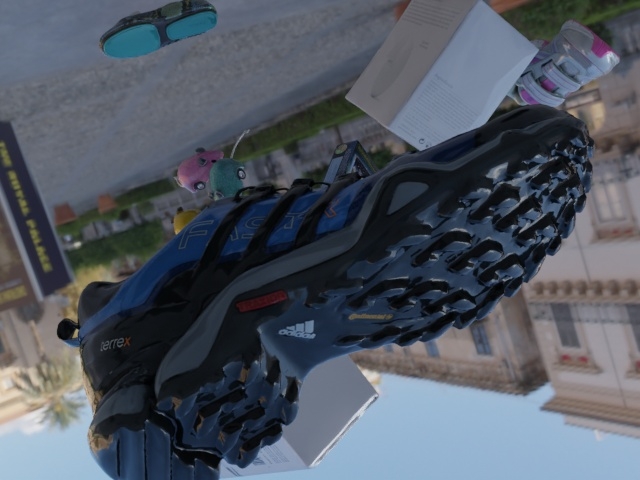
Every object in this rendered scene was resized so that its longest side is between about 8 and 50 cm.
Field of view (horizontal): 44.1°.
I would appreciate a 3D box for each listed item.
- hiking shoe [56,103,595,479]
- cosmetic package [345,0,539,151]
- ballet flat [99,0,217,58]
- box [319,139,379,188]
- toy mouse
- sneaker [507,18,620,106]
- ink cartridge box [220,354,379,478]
[{"bbox_3d":[0.000,0.000,0.420,0.304,0.113,0.132,-30,-130,-8],"label":"hiking shoe"},{"bbox_3d":[0.183,-0.262,1.245,0.224,0.138,0.224,-56,-156,11],"label":"cosmetic package"},{"bbox_3d":[-0.252,-0.329,1.209,0.189,0.070,0.070,-19,-174,-19],"label":"ballet flat"},{"bbox_3d":[0.081,-0.027,1.304,0.044,0.233,0.159,-12,-138,35],"label":"box"},{"bbox_3d":[-0.125,-0.067,0.868,0.031,0.143,0.161,24,-165,-37],"label":"toy mouse"},{"bbox_3d":[0.370,-0.261,1.237,0.111,0.103,0.252,-53,-173,-4],"label":"sneaker"},{"bbox_3d":[-0.098,0.144,0.847,0.115,0.198,0.273,-41,-174,-34],"label":"ink cartridge box"}]
